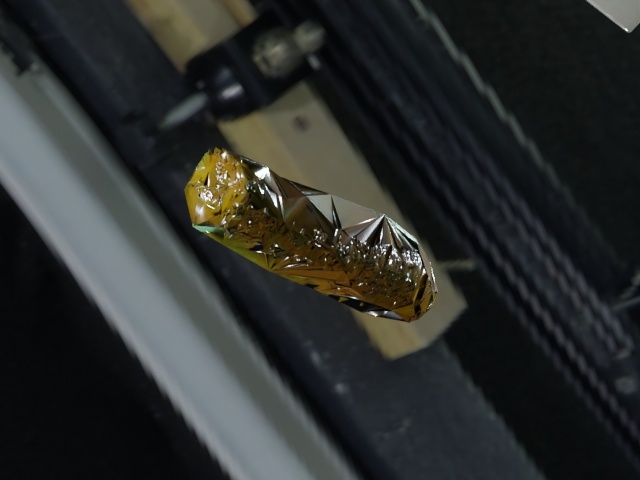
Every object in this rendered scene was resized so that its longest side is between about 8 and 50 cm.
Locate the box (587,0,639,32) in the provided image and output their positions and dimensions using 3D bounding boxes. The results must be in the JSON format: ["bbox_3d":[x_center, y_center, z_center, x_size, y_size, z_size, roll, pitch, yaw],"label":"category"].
[{"bbox_3d":[0.227,-0.318,1.072,0.204,0.365,0.051,36,-152,-11],"label":"box"}]

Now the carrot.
[{"bbox_3d":[0.000,0.001,1.191,0.228,0.069,0.069,26,-121,-48],"label":"carrot"}]
